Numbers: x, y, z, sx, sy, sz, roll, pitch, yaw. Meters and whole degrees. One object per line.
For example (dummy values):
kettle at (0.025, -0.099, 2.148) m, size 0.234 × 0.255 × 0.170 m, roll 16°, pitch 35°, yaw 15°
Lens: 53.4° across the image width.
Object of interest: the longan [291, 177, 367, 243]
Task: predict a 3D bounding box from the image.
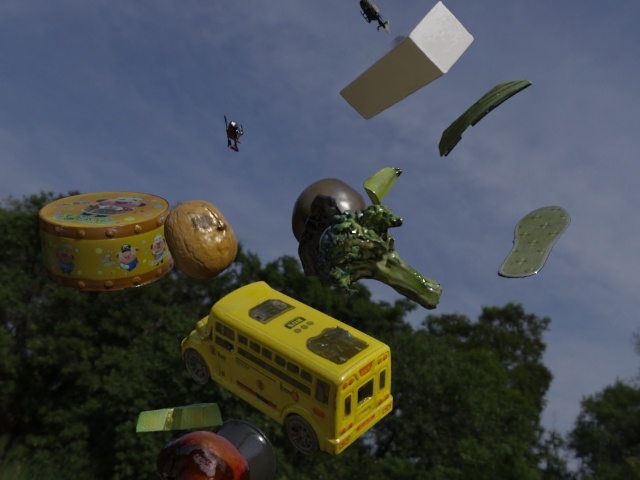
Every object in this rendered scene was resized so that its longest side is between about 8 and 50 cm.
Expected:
longan at (0.031, -0.079, 2.352) m, size 0.297 × 0.297 × 0.297 m, roll 15°, pitch -28°, yaw 8°

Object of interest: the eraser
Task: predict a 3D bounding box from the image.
eraser at (0.126, -0.277, 1.029) m, size 0.076 × 0.078 × 0.298 m, roll 42°, pitch -13°, yaw -12°

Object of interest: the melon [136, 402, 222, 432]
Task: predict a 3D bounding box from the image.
melon at (-0.351, 0.436, 1.558) m, size 0.118 × 0.064 × 0.209 m, roll -12°, pitch -15°, yaw 35°

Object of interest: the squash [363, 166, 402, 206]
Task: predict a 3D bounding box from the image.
squash at (0.185, -0.173, 1.935) m, size 0.090 × 0.200 × 0.075 m, roll 51°, pitch -44°, yaw -9°

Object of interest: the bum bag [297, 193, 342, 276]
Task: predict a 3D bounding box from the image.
bum bag at (0.000, 0.000, 2.069) m, size 0.142 × 0.080 × 0.326 m, roll 36°, pitch -49°, yaw 21°

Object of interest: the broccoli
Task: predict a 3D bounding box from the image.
broccoli at (0.136, 0.023, 1.326) m, size 0.275 × 0.198 × 0.177 m, roll 12°, pitch 16°, yaw 1°

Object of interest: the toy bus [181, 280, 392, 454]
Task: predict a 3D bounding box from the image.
toy bus at (-0.061, 0.164, 0.924) m, size 0.330 × 0.144 × 0.152 m, roll 21°, pitch -57°, yaw 37°

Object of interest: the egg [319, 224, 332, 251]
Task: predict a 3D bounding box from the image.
egg at (0.070, 0.021, 1.761) m, size 0.132 × 0.132 × 0.172 m, roll 44°, pitch -7°, yaw -39°

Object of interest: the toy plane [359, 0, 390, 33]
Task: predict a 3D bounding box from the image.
toy plane at (0.119, -0.495, 1.391) m, size 0.031 × 0.049 × 0.121 m, roll -21°, pitch -44°, yaw 31°

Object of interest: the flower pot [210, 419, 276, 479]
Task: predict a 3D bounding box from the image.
flower pot at (-0.297, 0.741, 2.079) m, size 0.269 × 0.269 × 0.166 m, roll 7°, pitch 9°, yaw 21°

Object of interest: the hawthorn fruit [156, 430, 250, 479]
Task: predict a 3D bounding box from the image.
hawthorn fruit at (-0.311, 0.660, 1.793) m, size 0.254 × 0.254 × 0.300 m, roll -2°, pitch -9°, yaw 33°

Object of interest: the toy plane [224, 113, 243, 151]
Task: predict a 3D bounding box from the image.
toy plane at (-0.290, -0.351, 2.126) m, size 0.060 × 0.037 × 0.145 m, roll 20°, pitch -37°, yaw 20°

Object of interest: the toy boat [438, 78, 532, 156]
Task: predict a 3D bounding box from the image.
toy boat at (0.421, -0.334, 1.676) m, size 0.293 × 0.093 × 0.055 m, roll -40°, pitch -98°, yaw 23°

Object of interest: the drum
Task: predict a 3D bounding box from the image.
drum at (-0.699, -0.009, 2.091) m, size 0.431 × 0.431 × 0.214 m, roll 9°, pitch -69°, yaw 17°

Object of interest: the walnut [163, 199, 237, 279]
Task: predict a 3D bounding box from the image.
walnut at (-0.329, -0.005, 1.755) m, size 0.193 × 0.193 × 0.225 m, roll -23°, pitch -92°, yaw 51°

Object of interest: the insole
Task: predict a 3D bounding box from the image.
insole at (0.413, -0.005, 1.226) m, size 0.109 × 0.322 × 0.007 m, roll -5°, pitch -68°, yaw 34°
